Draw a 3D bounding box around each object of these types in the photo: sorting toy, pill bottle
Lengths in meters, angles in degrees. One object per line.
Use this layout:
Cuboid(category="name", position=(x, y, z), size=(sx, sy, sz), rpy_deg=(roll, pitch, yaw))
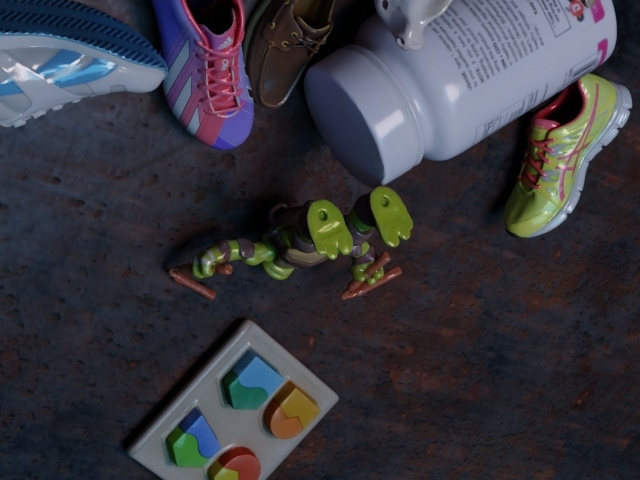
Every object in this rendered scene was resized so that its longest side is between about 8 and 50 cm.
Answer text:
Cuboid(category="sorting toy", position=(-0.088, 0.203, 1.755), size=(0.193, 0.038, 0.208), rpy_deg=(-47, 137, -2))
Cuboid(category="pill bottle", position=(0.135, -0.178, 1.579), size=(0.283, 0.160, 0.160), rpy_deg=(-32, 134, -17))

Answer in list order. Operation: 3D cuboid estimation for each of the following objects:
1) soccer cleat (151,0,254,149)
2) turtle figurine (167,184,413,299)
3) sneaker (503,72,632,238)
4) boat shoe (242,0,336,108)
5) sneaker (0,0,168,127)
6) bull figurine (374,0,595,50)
Cuboid(category="soccer cleat", position=(-0.100, -0.171, 1.445), size=(0.083, 0.095, 0.248), rpy_deg=(-29, 133, -20))
Cuboid(category="turtle figurine", position=(0.000, 0.000, 1.603), size=(0.269, 0.217, 0.087), rpy_deg=(3, 76, -28))
Cuboid(category="sneaker", position=(0.255, -0.101, 1.797), size=(0.094, 0.081, 0.208), rpy_deg=(28, 93, -39))
Cuboid(category="boat shoe", position=(-0.024, -0.201, 1.509), size=(0.064, 0.060, 0.178), rpy_deg=(3, 116, -40))
Cuboid(category="sneaker", position=(-0.240, -0.148, 1.367), size=(0.228, 0.087, 0.092), rpy_deg=(2, 124, -32))
Cuboid(category="bull figurine", position=(0.182, -0.282, 1.481), size=(0.310, 0.188, 0.101), rpy_deg=(-50, 145, -30))
